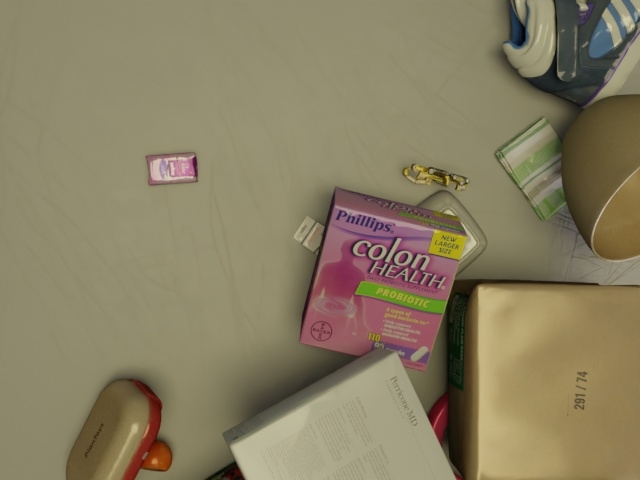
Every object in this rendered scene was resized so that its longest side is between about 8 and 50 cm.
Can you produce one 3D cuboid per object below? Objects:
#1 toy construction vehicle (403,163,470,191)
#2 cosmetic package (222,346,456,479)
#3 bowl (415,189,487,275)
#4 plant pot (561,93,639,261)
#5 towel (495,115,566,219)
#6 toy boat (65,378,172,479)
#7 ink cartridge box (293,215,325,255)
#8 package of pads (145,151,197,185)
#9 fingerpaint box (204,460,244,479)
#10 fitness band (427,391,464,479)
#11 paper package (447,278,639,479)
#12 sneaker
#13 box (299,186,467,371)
[{"bbox_3d":[0.194,-0.104,1.357,0.098,0.086,0.035,14,99,-9],"label":"toy construction vehicle"},{"bbox_3d":[0.062,0.395,1.214,0.284,0.097,0.377,-26,95,-13],"label":"cosmetic package"},{"bbox_3d":[0.209,-0.001,1.382,0.142,0.053,0.142,-40,97,-2],"label":"bowl"},{"bbox_3d":[0.510,-0.130,1.320,0.284,0.284,0.191,-28,53,-5],"label":"plant pot"},{"bbox_3d":[0.394,-0.127,1.411,0.113,0.023,0.152,-37,98,-3],"label":"towel"},{"bbox_3d":[-0.311,0.352,1.312,0.151,0.151,0.231,27,90,-37],"label":"toy boat"},{"bbox_3d":[0.000,0.000,1.367,0.083,0.028,0.048,33,90,-8],"label":"ink cartridge box"},{"bbox_3d":[-0.246,-0.119,1.326,0.083,0.032,0.050,-5,97,-7],"label":"package of pads"},{"bbox_3d":[-0.068,0.595,1.332,0.371,0.163,0.445,-32,96,-5],"label":"fingerpaint box"},{"bbox_3d":[0.327,0.345,1.421,0.290,0.054,0.209,-11,95,-8],"label":"fitness band"},{"bbox_3d":[0.369,0.229,1.318,0.309,0.168,0.325,1,89,-8],"label":"paper package"},{"bbox_3d":[0.444,-0.402,1.344,0.236,0.130,0.323,27,96,-12],"label":"sneaker"},{"bbox_3d":[0.097,0.062,1.302,0.213,0.117,0.243,14,107,-3],"label":"box"}]
